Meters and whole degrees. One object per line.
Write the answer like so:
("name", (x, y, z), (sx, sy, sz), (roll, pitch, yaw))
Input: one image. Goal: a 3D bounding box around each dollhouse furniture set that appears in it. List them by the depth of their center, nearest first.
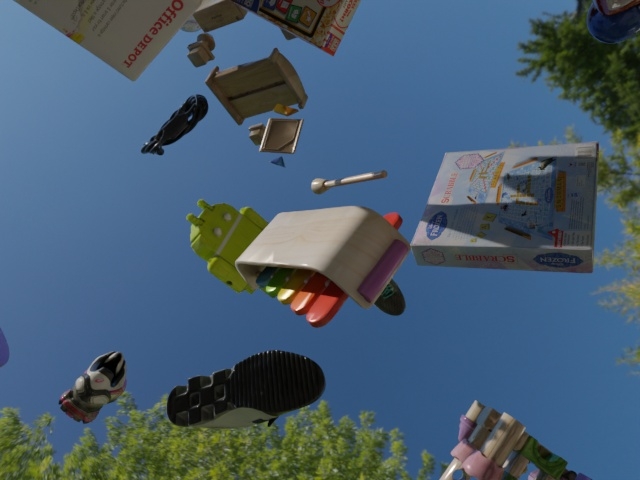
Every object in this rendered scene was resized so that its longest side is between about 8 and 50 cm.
("dollhouse furniture set", (-0.099, -0.420, 1.091), (0.355, 0.304, 0.173), (52, -136, -43))

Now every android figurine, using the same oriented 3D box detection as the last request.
("android figurine", (-0.190, 0.012, 1.130), (0.273, 0.056, 0.248), (42, -146, -14))

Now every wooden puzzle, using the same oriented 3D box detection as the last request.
("wooden puzzle", (-0.066, -0.180, 0.830), (0.014, 0.079, 0.116), (45, -117, -60))

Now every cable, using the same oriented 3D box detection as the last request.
("cable", (-0.316, -0.252, 1.065), (0.047, 0.151, 0.184), (44, -114, -25))

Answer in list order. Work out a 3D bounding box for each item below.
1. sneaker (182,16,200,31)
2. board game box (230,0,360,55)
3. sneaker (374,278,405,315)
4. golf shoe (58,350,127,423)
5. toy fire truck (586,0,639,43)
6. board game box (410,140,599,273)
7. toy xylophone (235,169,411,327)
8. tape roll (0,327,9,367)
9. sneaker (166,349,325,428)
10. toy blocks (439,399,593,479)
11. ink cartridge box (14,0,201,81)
("sneaker", (-0.349, -0.573, 1.220), (0.114, 0.152, 0.305), (24, -127, 12))
("board game box", (-0.030, -0.385, 0.715), (0.194, 0.146, 0.045), (36, -161, 21))
("sneaker", (0.105, 0.075, 0.893), (0.065, 0.076, 0.166), (-36, -83, 0))
("golf shoe", (-0.321, 0.206, 0.738), (0.067, 0.186, 0.086), (42, -94, -10))
("toy fire truck", (0.311, -0.257, 0.340), (0.302, 0.254, 0.169), (0, -114, -56))
("board game box", (0.381, -0.075, 0.985), (0.318, 0.318, 0.065), (-60, -41, -37))
("toy xylophone", (0.000, 0.000, 0.736), (0.236, 0.323, 0.081), (-47, -64, -17))
("tape roll", (-0.661, 0.132, 0.811), (0.090, 0.275, 0.274), (-39, -87, -16))
("sneaker", (-0.130, 0.312, 0.980), (0.146, 0.331, 0.122), (51, -151, -52))
("toy blocks", (0.352, 0.496, 0.909), (0.289, 0.309, 0.260), (35, -98, 9))
("ink cartridge box", (-0.343, -0.440, 0.754), (0.270, 0.198, 0.197), (32, -142, -37))
